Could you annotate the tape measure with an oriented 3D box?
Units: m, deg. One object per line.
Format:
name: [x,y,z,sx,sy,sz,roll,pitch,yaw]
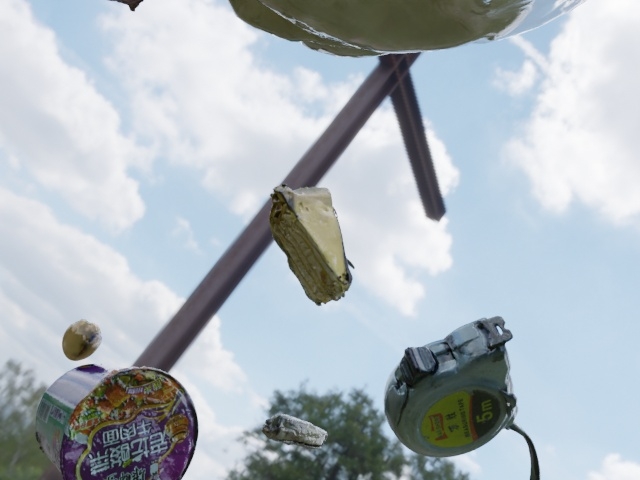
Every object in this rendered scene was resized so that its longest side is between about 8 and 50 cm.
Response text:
tape measure: [0.169,0.233,0.903,0.164,0.084,0.330,-14,-53,3]

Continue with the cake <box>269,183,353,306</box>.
cake: [-0.003,0.003,1.106,0.185,0.116,0.080,50,-56,16]

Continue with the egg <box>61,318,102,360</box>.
egg: [-0.468,0.196,1.501,0.071,0.083,0.071,23,-34,17]

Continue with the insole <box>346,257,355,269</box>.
insole: [0.018,0.019,1.569,0.063,0.010,0.192,39,-4,-30]

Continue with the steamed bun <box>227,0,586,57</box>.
steamed bun: [0.043,-0.227,0.441,0.394,0.346,0.237,44,-9,31]

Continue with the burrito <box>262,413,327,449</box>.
burrito: [-0.053,0.386,1.549,0.045,0.058,0.188,15,-12,40]

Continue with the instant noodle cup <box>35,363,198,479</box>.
instant noodle cup: [-0.366,0.326,1.332,0.190,0.251,0.251,6,-37,49]

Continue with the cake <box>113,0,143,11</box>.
cake: [-0.149,-0.331,0.685,0.116,0.112,0.295,11,-25,-38]
